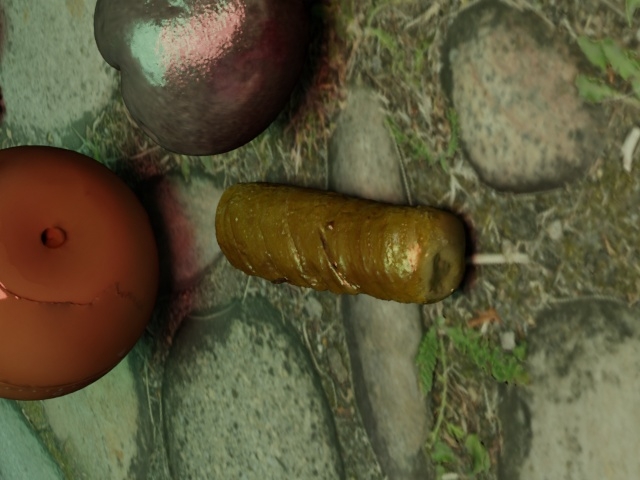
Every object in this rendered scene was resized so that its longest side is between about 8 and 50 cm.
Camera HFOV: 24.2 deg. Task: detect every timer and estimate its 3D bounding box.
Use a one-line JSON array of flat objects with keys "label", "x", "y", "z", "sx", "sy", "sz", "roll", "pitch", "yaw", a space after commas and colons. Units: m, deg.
[{"label": "timer", "x": -0.261, "y": 0.030, "z": 1.355, "sx": 0.229, "sy": 0.229, "sz": 0.215, "roll": 69, "pitch": 155, "yaw": 11}]

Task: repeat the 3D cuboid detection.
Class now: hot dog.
[{"label": "hot dog", "x": 0.003, "y": -0.002, "z": 1.109, "sx": 0.286, "sy": 0.061, "sz": 0.088, "roll": 1, "pitch": 91, "yaw": 54}]

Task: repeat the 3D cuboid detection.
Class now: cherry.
[{"label": "cherry", "x": -0.086, "y": -0.156, "z": 1.117, "sx": 0.176, "sy": 0.140, "sz": 0.176, "roll": 4, "pitch": 97, "yaw": 32}]
